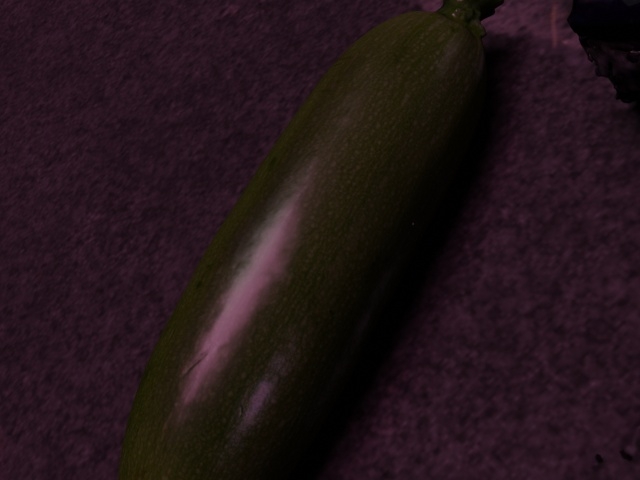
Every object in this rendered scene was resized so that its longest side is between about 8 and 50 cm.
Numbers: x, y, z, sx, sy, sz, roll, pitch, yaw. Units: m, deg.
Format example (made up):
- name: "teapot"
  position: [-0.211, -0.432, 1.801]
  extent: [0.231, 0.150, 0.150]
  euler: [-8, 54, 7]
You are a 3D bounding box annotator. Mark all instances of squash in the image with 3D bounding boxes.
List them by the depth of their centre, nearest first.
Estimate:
- name: "squash"
  position: [0.000, 0.000, 0.616]
  extent: [0.107, 0.107, 0.395]
  euler: [11, 63, 45]

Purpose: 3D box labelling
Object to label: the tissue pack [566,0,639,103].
- name: "tissue pack"
  position: [0.303, -0.165, 0.491]
  extent: [0.332, 0.123, 0.245]
  euler: [16, 70, 46]
